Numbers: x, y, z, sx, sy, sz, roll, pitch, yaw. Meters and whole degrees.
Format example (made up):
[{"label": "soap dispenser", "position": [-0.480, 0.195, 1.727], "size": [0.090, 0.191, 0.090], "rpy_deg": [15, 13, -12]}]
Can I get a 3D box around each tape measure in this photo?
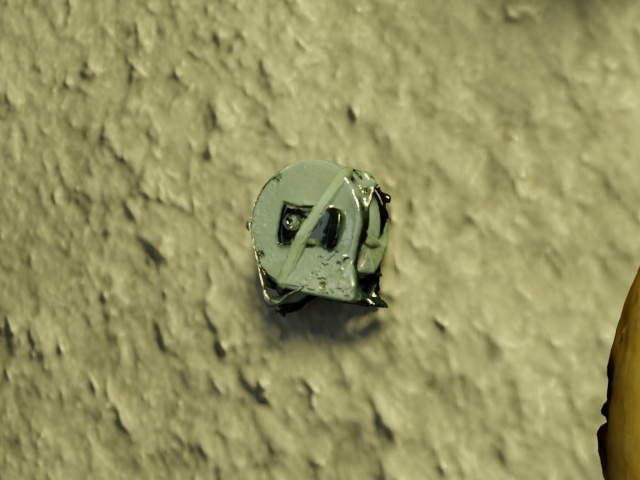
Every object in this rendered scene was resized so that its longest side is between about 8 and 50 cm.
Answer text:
[{"label": "tape measure", "position": [-0.001, -0.002, 0.826], "size": [0.091, 0.054, 0.094], "rpy_deg": [-6, 78, 26]}]

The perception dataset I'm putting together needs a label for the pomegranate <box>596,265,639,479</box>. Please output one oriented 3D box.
[{"label": "pomegranate", "position": [0.257, 0.071, 0.504], "size": [0.322, 0.322, 0.322], "rpy_deg": [-8, 75, 32]}]
